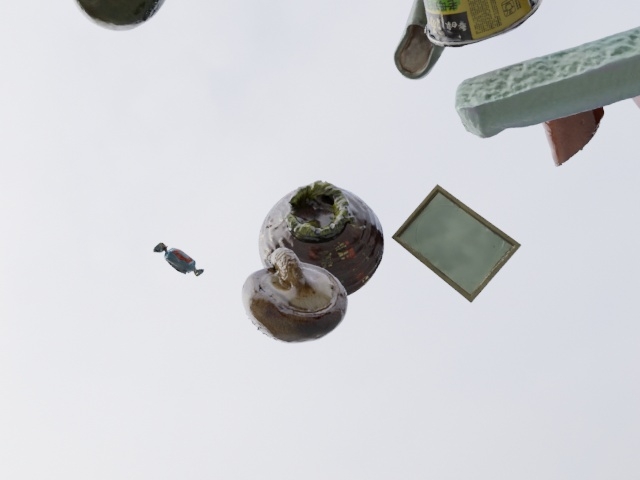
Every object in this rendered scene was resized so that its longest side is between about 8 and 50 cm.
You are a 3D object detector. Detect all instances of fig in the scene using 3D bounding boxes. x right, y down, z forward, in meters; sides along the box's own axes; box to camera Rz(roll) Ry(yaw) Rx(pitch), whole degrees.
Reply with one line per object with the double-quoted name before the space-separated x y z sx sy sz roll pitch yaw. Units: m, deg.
"fig" -0.242 -0.324 0.803 0.117 0.177 0.117 -8 -47 -9

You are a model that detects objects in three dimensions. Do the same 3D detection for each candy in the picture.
"candy" -0.210 0.030 0.987 0.030 0.020 0.083 -32 -55 30

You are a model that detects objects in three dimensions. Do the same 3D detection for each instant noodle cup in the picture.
"instant noodle cup" 0.186 -0.327 0.819 0.151 0.151 0.122 -28 -53 -4

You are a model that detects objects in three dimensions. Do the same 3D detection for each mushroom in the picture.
"mushroom" -0.028 0.068 0.776 0.127 0.127 0.087 -3 -53 -23

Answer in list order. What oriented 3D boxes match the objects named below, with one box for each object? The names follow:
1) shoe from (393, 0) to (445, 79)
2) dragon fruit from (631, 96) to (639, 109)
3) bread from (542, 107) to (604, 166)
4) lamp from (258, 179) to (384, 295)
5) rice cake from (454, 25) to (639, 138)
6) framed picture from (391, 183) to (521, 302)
"shoe" 0.165 -0.324 0.994 0.079 0.078 0.195 29 -56 6
"dragon fruit" 0.793 -0.324 1.382 0.228 0.329 0.286 -22 -38 -1
"bread" 0.494 -0.240 1.315 0.119 0.067 0.192 -17 -52 25
"lamp" 0.000 0.000 1.248 0.247 0.247 0.247 -13 -51 -16
"rice cake" 0.166 -0.094 0.371 0.180 0.030 0.042 -13 -33 23
"framed picture" 0.245 0.002 1.230 0.136 0.201 0.010 -49 -29 1
